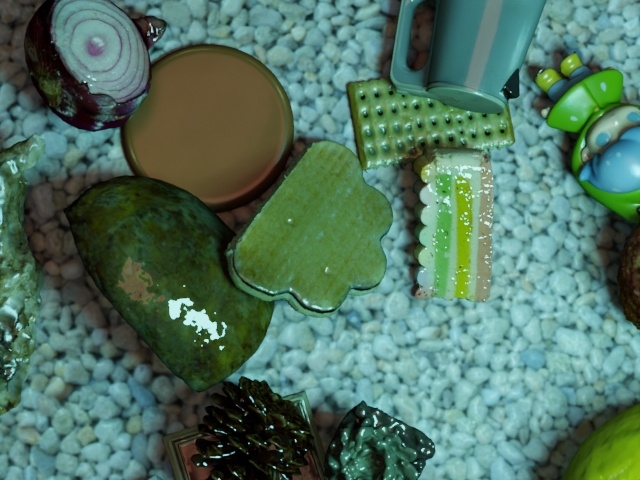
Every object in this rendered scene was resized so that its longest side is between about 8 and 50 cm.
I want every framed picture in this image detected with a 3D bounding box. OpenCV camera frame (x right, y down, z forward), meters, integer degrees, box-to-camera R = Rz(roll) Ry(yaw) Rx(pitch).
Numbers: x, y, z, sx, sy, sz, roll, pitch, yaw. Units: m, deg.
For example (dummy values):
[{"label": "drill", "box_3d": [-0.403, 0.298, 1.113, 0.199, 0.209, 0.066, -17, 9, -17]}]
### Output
[{"label": "framed picture", "box_3d": [-0.081, 0.371, 1.729, 0.216, 0.016, 0.273, -18, 84, -4]}]

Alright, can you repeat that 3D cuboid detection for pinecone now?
[{"label": "pinecone", "box_3d": [-0.099, 0.280, 1.657, 0.163, 0.163, 0.165, 34, 98, 2]}]

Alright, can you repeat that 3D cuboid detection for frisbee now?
[{"label": "frisbee", "box_3d": [-0.163, -0.163, 1.789, 0.251, 0.021, 0.250, 0, 82, -1]}]

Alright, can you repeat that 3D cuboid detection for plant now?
[{"label": "plant", "box_3d": [0.074, 0.292, 1.654, 0.132, 0.194, 0.129, 26, 88, 2]}]

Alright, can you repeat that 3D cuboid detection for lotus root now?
[{"label": "lotus root", "box_3d": [-0.195, 0.034, 1.684, 0.142, 0.210, 0.314, -36, 98, 18]}]

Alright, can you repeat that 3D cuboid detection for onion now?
[{"label": "onion", "box_3d": [-0.310, -0.261, 1.746, 0.195, 0.140, 0.218, 51, 49, -2]}]

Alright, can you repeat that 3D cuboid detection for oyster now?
[{"label": "oyster", "box_3d": [-0.495, 0.042, 1.714, 0.204, 0.111, 0.396, 4, 87, 2]}]

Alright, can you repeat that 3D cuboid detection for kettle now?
[{"label": "kettle", "box_3d": [0.208, -0.314, 1.757, 0.211, 0.160, 0.243, 14, 84, 20]}]

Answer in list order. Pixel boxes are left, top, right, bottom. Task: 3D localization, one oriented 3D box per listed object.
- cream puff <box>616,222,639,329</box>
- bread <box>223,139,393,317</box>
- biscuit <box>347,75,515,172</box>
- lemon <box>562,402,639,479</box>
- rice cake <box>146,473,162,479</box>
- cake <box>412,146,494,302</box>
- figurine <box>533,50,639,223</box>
[{"label": "cream puff", "box_3d": [0.507, 0.032, 1.691, 0.240, 0.240, 0.164, -37, 55, -5]}, {"label": "bread", "box_3d": [0.000, 0.000, 1.717, 0.207, 0.056, 0.286, 42, 58, -4]}, {"label": "biscuit", "box_3d": [0.162, -0.182, 1.803, 0.231, 0.016, 0.139, -9, 82, -3]}, {"label": "lemon", "box_3d": [0.484, 0.353, 1.596, 0.348, 0.348, 0.348, 0, 83, -2]}, {"label": "rice cake", "box_3d": [-0.230, 0.458, 1.696, 0.049, 0.055, 0.270, -3, 83, -13]}, {"label": "cake", "box_3d": [0.189, -0.023, 1.744, 0.109, 0.090, 0.225, -1, 90, -6]}, {"label": "figurine", "box_3d": [0.413, -0.151, 1.753, 0.162, 0.143, 0.263, -32, 68, -7]}]
